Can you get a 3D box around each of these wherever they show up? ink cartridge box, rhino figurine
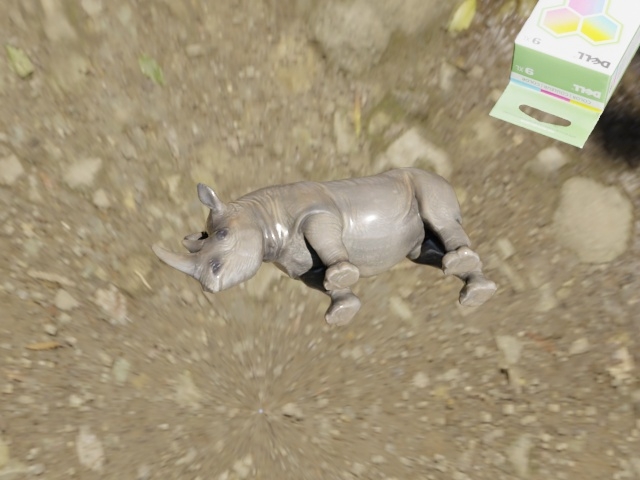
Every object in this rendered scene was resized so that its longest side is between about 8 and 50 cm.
[{"bbox_3d":[0.270,-0.204,1.536,0.109,0.062,0.209,23,56,17],"label":"ink cartridge box"},{"bbox_3d":[0.000,0.000,0.987,0.243,0.073,0.106,-5,48,-25],"label":"rhino figurine"}]
